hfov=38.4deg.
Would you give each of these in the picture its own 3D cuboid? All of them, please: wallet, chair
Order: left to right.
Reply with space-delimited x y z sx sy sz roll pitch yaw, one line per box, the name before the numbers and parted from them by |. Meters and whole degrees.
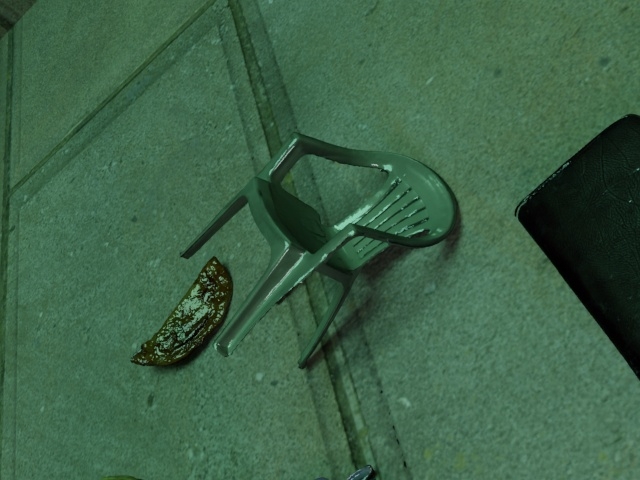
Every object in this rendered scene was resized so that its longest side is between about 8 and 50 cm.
chair | 0.000 0.000 1.089 0.275 0.190 0.203 -49 41 20
wallet | 0.314 0.021 0.845 0.172 0.045 0.318 -43 43 18

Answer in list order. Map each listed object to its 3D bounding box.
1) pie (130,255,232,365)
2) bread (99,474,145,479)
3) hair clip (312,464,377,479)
pie | -0.183 0.118 1.288 0.191 0.033 0.088 -51 46 -3
bread | -0.210 0.402 0.915 0.237 0.320 0.320 -4 60 26
hair clip | -0.001 0.307 0.965 0.195 0.052 0.124 -31 51 20
